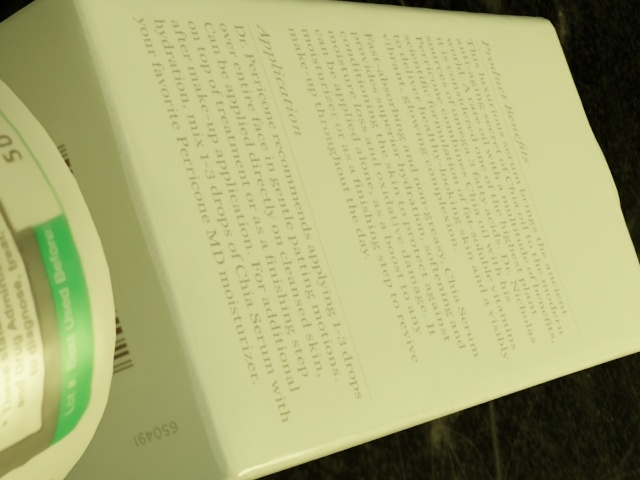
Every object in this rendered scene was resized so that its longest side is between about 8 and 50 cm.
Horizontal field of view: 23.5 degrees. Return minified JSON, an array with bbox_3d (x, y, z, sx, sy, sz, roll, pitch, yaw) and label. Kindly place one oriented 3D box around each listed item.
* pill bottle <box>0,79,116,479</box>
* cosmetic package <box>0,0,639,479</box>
[{"bbox_3d":[-0.244,0.061,0.459,0.361,0.204,0.204,-29,95,-56],"label":"pill bottle"},{"bbox_3d":[0.000,0.000,0.853,0.453,0.161,0.230,-7,76,-54],"label":"cosmetic package"}]
